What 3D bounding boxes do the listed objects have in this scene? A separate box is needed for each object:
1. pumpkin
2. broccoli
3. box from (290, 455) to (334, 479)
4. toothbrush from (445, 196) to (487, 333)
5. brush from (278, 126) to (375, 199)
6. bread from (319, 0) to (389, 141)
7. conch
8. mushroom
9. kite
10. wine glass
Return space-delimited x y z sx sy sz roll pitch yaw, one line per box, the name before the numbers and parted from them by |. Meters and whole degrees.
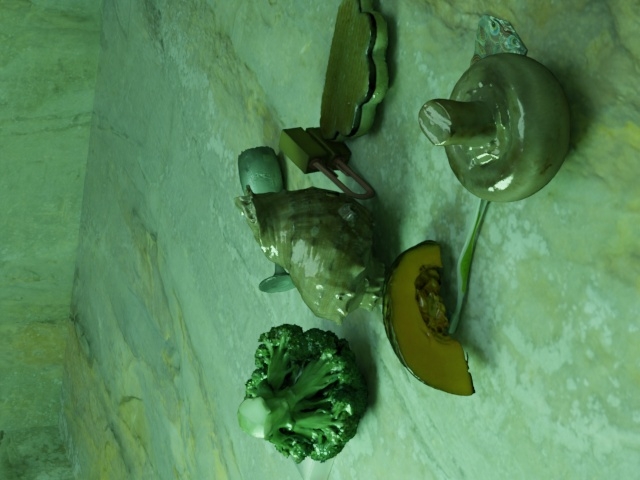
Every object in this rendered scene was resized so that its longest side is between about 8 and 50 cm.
pumpkin | 0.143 0.144 1.621 0.163 0.111 0.279 117 145 -61
broccoli | -0.048 0.288 1.851 0.270 0.270 0.270 6 100 34
box | -0.019 0.400 2.025 0.130 0.051 0.129 54 136 47
toothbrush | 0.230 0.030 1.563 0.026 0.022 0.263 45 131 50
brush | 0.022 -0.136 1.886 0.233 0.103 0.047 48 134 39
bread | 0.068 -0.302 1.831 0.207 0.056 0.287 -131 47 -56
conch | 0.010 -0.005 1.785 0.186 0.324 0.263 -38 7 12
mushroom | 0.225 -0.154 1.364 0.207 0.215 0.207 4 95 54
kite | 0.246 -0.226 1.536 0.127 0.016 0.229 -124 42 -51
wine glass | -0.054 -0.082 2.088 0.264 0.096 0.310 -31 61 39
